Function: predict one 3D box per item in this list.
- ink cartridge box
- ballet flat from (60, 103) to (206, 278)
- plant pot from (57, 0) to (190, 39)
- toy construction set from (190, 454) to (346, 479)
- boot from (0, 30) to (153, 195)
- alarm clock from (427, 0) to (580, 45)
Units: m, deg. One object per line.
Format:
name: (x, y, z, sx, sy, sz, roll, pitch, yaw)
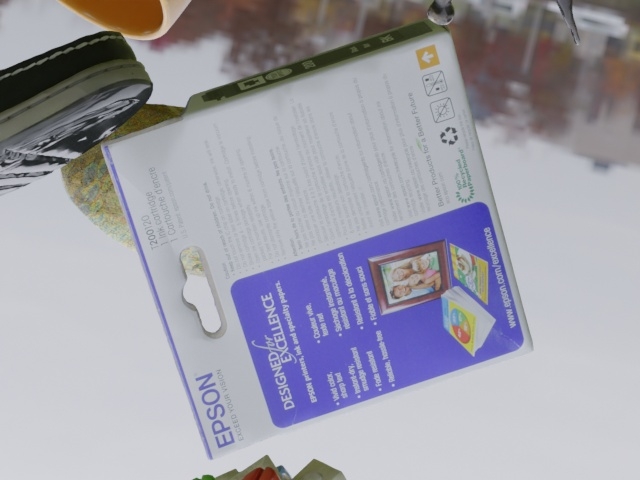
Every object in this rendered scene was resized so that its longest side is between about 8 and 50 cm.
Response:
ink cartridge box: (0.000, 0.000, 1.066, 0.208, 0.206, 0.045, -18, -162, -6)
ballet flat: (-0.016, -0.015, 1.297, 0.348, 0.123, 0.123, 25, 180, -35)
plant pot: (-0.154, -0.302, 1.511, 0.205, 0.188, 0.205, 32, 160, 13)
toy construction set: (-0.023, 0.283, 1.341, 0.151, 0.328, 0.215, -12, -151, 4)
boot: (-0.200, -0.094, 0.788, 0.236, 0.179, 0.085, -20, 174, 21)
alarm clock: (0.062, -0.147, 0.460, 0.064, 0.192, 0.129, 14, -175, 5)
